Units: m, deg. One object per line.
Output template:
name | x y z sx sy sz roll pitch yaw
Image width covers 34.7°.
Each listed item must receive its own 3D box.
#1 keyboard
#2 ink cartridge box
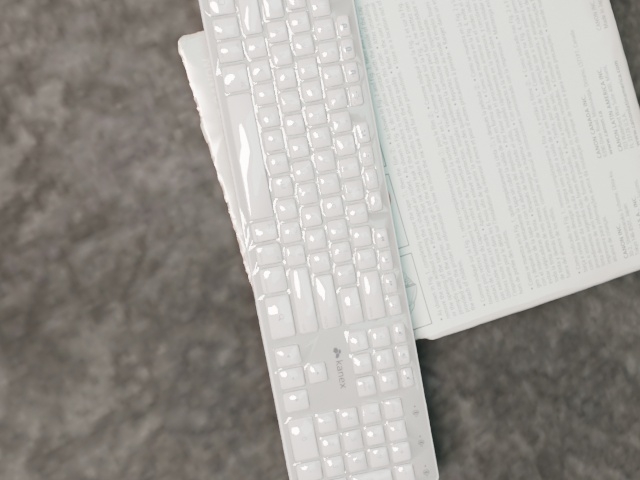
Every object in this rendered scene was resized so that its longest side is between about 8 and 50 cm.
keyboard | 0.000 0.000 0.488 0.072 0.014 0.256 -11 94 -11
ink cartridge box | 0.057 -0.045 0.532 0.224 0.056 0.181 -17 95 -9
